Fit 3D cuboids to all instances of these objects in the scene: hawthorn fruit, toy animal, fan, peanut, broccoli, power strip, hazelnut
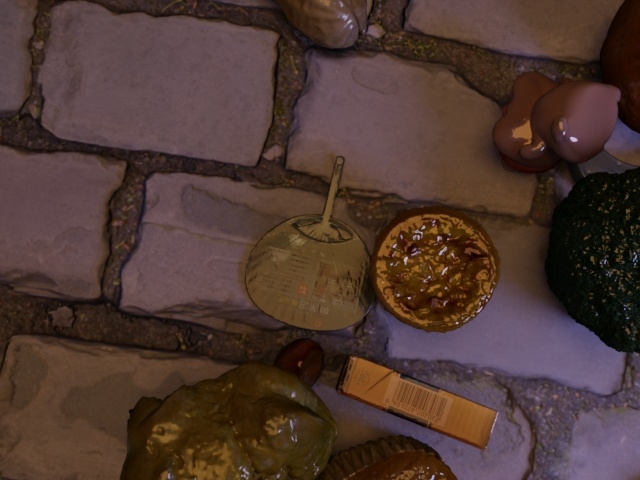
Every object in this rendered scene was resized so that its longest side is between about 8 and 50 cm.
[{"bbox_3d":[0.609,-0.310,1.197,0.277,0.298,0.277,1,86,-12],"label":"hawthorn fruit"},{"bbox_3d":[0.379,-0.194,1.233,0.171,0.198,0.171,0,90,-29],"label":"toy animal"},{"bbox_3d":[0.017,0.029,1.277,0.223,0.012,0.294,42,83,7],"label":"fan"},{"bbox_3d":[-0.041,-0.470,1.306,0.149,0.149,0.313,-40,79,-7],"label":"peanut"},{"bbox_3d":[0.498,0.021,1.179,0.297,0.297,0.297,-4,78,-32],"label":"broccoli"},{"bbox_3d":[0.528,-0.120,1.288,0.216,0.044,0.137,26,81,5],"label":"power strip"},{"bbox_3d":[-0.035,0.203,1.217,0.086,0.086,0.086,0,79,0],"label":"hazelnut"}]

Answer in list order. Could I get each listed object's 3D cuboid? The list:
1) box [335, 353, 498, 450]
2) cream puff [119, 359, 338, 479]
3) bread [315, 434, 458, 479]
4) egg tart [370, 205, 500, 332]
[{"bbox_3d":[0.142,0.250,1.165,0.237,0.152,0.070,23,82,4],"label":"box"},{"bbox_3d":[-0.106,0.327,1.054,0.270,0.323,0.274,-21,64,18],"label":"cream puff"},{"bbox_3d":[0.099,0.423,1.138,0.253,0.142,0.227,-20,93,-7],"label":"bread"},{"bbox_3d":[0.175,0.051,1.205,0.202,0.147,0.202,0,81,0],"label":"egg tart"}]
